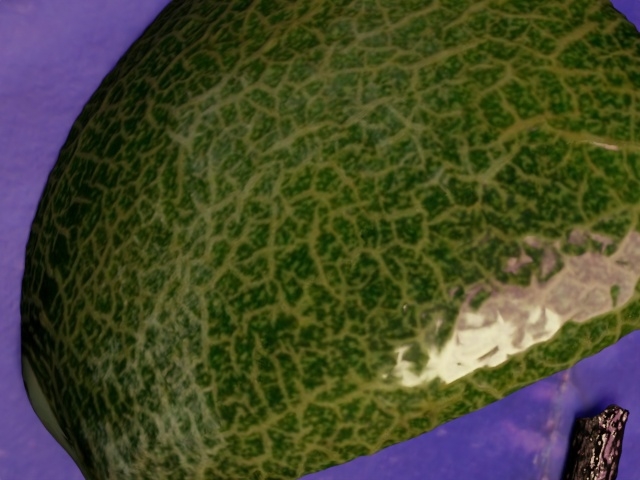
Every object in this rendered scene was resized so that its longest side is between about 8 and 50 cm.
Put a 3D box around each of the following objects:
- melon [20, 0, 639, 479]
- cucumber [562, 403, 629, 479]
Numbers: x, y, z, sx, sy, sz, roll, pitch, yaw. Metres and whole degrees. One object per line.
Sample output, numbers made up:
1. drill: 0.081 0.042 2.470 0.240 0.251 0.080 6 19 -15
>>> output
1. melon: 0.000 0.000 0.820 0.343 0.226 0.331 -35 68 -14
2. cucumber: 0.170 0.169 0.986 0.033 0.034 0.135 8 94 -26
